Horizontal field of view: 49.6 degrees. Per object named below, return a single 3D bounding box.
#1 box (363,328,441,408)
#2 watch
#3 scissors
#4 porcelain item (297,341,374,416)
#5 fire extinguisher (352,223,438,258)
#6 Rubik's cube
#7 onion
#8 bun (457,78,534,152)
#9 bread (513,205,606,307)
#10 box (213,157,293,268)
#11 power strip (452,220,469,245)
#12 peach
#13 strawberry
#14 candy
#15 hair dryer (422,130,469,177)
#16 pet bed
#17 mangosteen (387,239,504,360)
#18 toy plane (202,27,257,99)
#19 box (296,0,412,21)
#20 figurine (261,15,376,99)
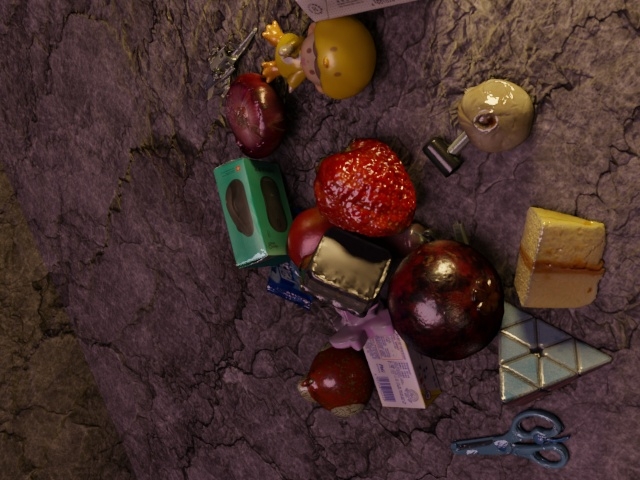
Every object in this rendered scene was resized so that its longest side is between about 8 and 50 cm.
[{"bbox_3d":[0.236,0.362,2.063,0.168,0.097,0.265,-11,104,42],"label":"box"},{"bbox_3d":[0.083,0.172,1.999,0.217,0.211,0.248,64,175,-14],"label":"watch"},{"bbox_3d":[0.527,0.576,1.969,0.393,0.032,0.180,-22,95,44],"label":"scissors"},{"bbox_3d":[0.038,0.431,2.149,0.253,0.253,0.253,18,121,33],"label":"porcelain item"},{"bbox_3d":[0.209,0.004,1.910,0.269,0.105,0.105,-5,107,41],"label":"fire extinguisher"},{"bbox_3d":[0.544,0.322,1.762,0.233,0.229,0.228,29,180,-18],"label":"Rubik's cube"},{"bbox_3d":[-0.184,-0.363,2.021,0.248,0.161,0.248,14,113,35],"label":"onion"},{"bbox_3d":[0.398,-0.285,1.596,0.173,0.113,0.167,4,108,24],"label":"bun"},{"bbox_3d":[0.582,0.045,1.676,0.178,0.135,0.240,3,116,2],"label":"bread"},{"bbox_3d":[-0.184,-0.081,2.067,0.118,0.205,0.311,-19,81,29],"label":"box"},{"bbox_3d":[0.370,-0.013,1.829,0.027,0.017,0.083,-7,107,40],"label":"power strip"},{"bbox_3d":[0.000,0.000,2.014,0.190,0.190,0.192,8,79,37],"label":"peach"},{"bbox_3d":[0.124,-0.121,1.811,0.277,0.257,0.257,48,133,25],"label":"strawberry"},{"bbox_3d":[-0.091,0.048,2.198,0.187,0.077,0.331,20,118,29],"label":"candy"},{"bbox_3d":[0.349,-0.254,1.718,0.100,0.057,0.197,51,124,8],"label":"hair dryer"},{"bbox_3d":[0.070,0.092,1.862,0.211,0.183,0.159,23,156,2],"label":"pet bed"},{"bbox_3d":[0.300,0.159,1.782,0.359,0.306,0.306,-20,97,54],"label":"mangosteen"},{"bbox_3d":[-0.279,-0.542,2.066,0.262,0.088,0.192,-49,50,38],"label":"toy plane"},{"bbox_3d":[0.116,-0.642,1.609,0.330,0.210,0.095,2,156,40],"label":"box"},{"bbox_3d":[-0.011,-0.488,1.812,0.343,0.187,0.215,18,130,39],"label":"figurine"}]
